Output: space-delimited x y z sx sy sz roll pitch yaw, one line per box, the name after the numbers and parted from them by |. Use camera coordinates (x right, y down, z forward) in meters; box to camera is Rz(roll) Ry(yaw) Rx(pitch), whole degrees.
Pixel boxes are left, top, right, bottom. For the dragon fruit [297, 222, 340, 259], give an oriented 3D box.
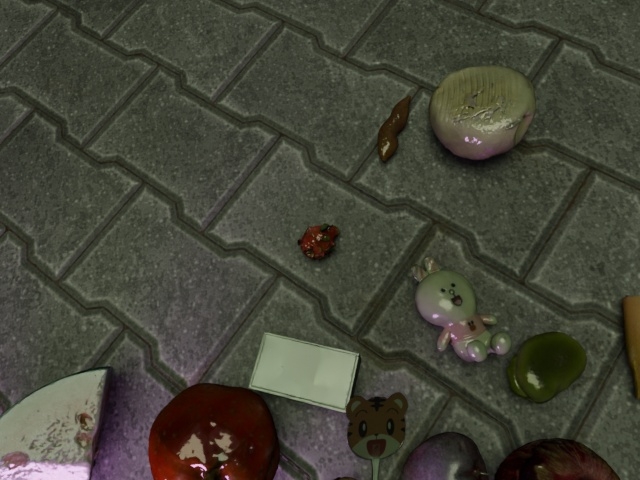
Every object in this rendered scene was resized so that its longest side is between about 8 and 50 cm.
0.000 -0.002 1.269 0.116 0.086 0.081 -44 31 -18 | dragon fruit

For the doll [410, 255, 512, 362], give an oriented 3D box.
0.300 0.165 1.146 0.155 0.113 0.275 -28 60 -12 | doll

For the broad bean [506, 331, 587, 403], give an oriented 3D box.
0.482 0.272 1.093 0.174 0.082 0.124 -40 69 -19 | broad bean

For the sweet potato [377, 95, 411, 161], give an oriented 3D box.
0.196 -0.307 1.373 0.065 0.051 0.218 16 71 18 | sweet potato

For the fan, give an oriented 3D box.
0.120 0.442 1.084 0.152 0.008 0.227 5 83 -22 | fan

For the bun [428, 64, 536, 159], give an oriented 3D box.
0.405 -0.319 1.289 0.272 0.168 0.273 -9 58 14 | bun

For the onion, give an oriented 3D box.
0.450 0.493 0.946 0.246 0.190 0.246 3 57 -5 | onion

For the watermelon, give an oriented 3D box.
-0.577 0.460 1.113 0.387 0.228 0.258 -41 77 -18 | watermelon

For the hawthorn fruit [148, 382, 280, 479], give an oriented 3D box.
-0.215 0.430 1.031 0.275 0.299 0.275 0 89 -6 | hawthorn fruit

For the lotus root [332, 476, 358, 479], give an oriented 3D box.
0.083 0.576 1.009 0.118 0.125 0.221 -22 66 -45 | lotus root

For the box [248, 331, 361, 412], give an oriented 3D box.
-0.031 0.300 1.150 0.225 0.086 0.129 11 70 12 | box

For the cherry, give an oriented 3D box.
0.254 0.477 1.011 0.176 0.140 0.176 -14 64 31 | cherry

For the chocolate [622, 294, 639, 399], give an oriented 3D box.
0.687 0.228 1.080 0.085 0.085 0.219 7 74 11 | chocolate
